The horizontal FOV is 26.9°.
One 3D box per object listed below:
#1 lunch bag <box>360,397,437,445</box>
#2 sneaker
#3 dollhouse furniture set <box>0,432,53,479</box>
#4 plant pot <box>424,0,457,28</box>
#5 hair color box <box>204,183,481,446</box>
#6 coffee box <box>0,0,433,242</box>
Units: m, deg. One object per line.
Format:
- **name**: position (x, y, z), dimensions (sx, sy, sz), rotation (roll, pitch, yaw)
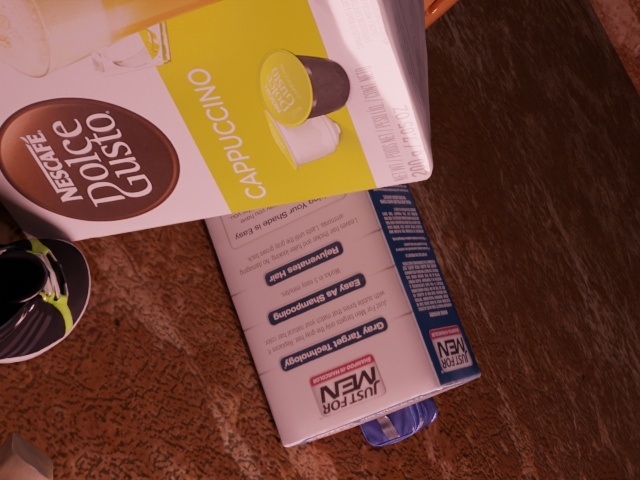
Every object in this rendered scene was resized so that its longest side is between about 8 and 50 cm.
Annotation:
- **lunch bag**: position (0.068, 0.156, 1.368), dimensions (0.065, 0.067, 0.098), rotation (-16, 81, -63)
- **sneaker**: position (-0.214, 0.043, 0.932), dimensions (0.084, 0.097, 0.234), rotation (64, 27, -2)
- **dollhouse furniture set**: position (-0.310, 0.156, 0.683), dimensions (0.303, 0.174, 0.355), rotation (42, 4, -16)
- **plant pot**: position (0.058, -0.352, 1.626), dimensions (0.291, 0.203, 0.291), rotation (42, 34, -38)
- **hair color box**: position (0.000, 0.000, 1.262), dimensions (0.105, 0.174, 0.347), rotation (-1, 69, -62)
- **coffee box**: position (-0.114, -0.244, 1.001), dimensions (0.338, 0.334, 0.338), rotation (67, 18, -47)
